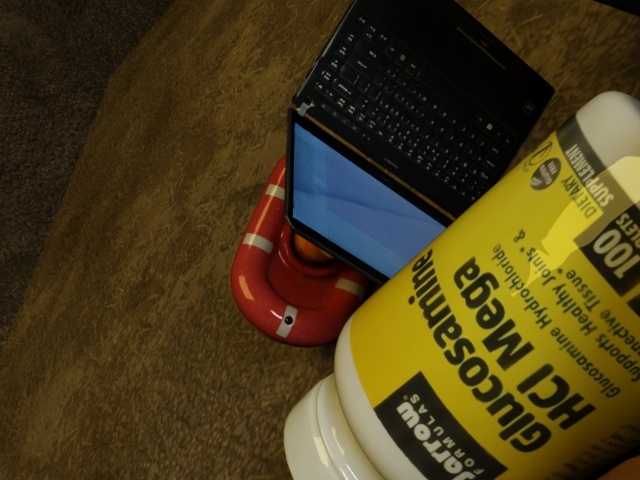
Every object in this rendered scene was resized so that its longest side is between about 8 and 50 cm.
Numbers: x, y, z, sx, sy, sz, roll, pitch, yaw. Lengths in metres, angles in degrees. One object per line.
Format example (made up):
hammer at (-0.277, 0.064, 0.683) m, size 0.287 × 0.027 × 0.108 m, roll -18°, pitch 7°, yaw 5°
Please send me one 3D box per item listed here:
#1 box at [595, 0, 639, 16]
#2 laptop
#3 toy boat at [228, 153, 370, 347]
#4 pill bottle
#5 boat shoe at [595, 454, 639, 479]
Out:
box at (0.266, -0.359, 0.536) m, size 0.212 × 0.294 × 0.395 m, roll 27°, pitch 104°, yaw 23°
laptop at (0.103, -0.083, 0.739) m, size 0.264 × 0.234 × 0.136 m, roll -58°, pitch 28°, yaw -1°
toy boat at (0.000, 0.000, 0.896) m, size 0.231 × 0.151 × 0.151 m, roll -67°, pitch 9°, yaw -16°
pill bottle at (0.132, 0.075, 0.571) m, size 0.334 × 0.188 × 0.187 m, roll -45°, pitch 29°, yaw 25°
boat shoe at (0.189, 0.184, 0.471) m, size 0.307 × 0.111 × 0.104 m, roll -27°, pitch 24°, yaw 47°
